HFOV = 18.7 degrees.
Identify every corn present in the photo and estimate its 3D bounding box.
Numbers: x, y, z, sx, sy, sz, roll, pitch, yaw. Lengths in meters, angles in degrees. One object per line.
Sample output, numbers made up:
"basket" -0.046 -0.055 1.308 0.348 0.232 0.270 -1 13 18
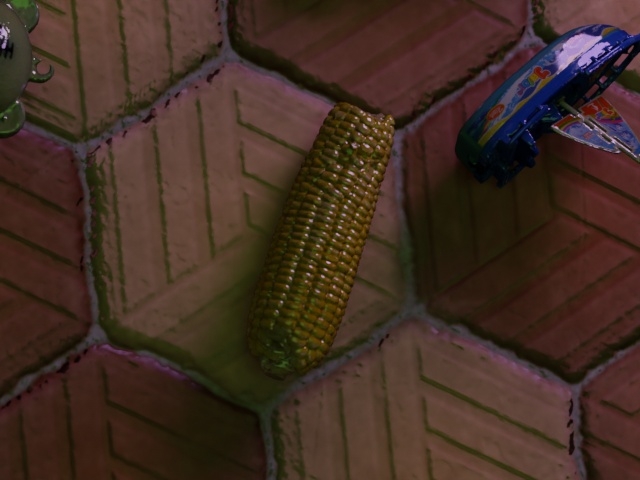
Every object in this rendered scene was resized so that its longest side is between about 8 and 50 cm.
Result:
"corn" 0.000 0.000 1.376 0.067 0.067 0.206 20 83 -9

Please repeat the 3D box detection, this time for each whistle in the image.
"whistle" -0.294 -0.133 1.321 0.227 0.085 0.105 9 76 -9

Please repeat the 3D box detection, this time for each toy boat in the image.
"toy boat" 0.191 -0.090 1.405 0.175 0.091 0.110 -43 76 -15
